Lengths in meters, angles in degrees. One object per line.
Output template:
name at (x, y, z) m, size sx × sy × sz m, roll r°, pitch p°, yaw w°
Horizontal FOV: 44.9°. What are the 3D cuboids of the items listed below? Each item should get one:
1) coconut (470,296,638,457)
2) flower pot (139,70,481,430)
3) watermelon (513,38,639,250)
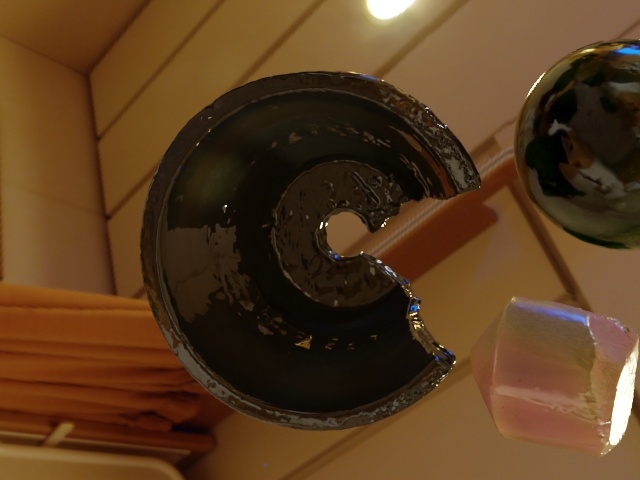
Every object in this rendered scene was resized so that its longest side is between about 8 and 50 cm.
coconut at (0.357, 0.205, 1.215) m, size 0.245 × 0.233 × 0.233 m, roll 10°, pitch -99°, yaw 33°
flower pot at (0.000, 0.000, 0.906) m, size 0.379 × 0.251 × 0.379 m, roll 1°, pitch -82°, yaw 10°
watermelon at (0.341, -0.106, 0.869) m, size 0.242 × 0.242 × 0.242 m, roll -18°, pitch -118°, yaw 39°
